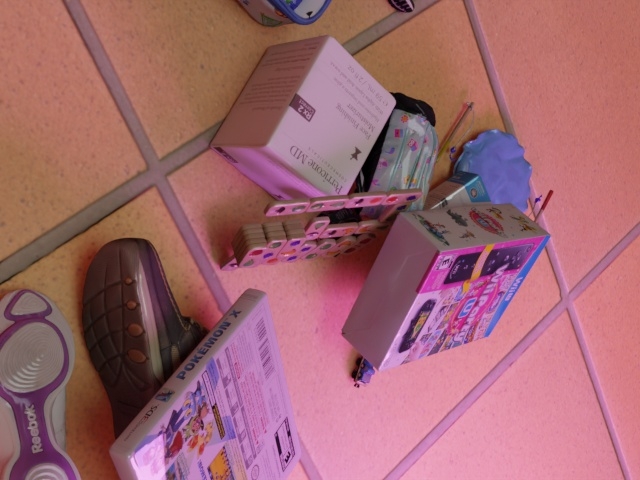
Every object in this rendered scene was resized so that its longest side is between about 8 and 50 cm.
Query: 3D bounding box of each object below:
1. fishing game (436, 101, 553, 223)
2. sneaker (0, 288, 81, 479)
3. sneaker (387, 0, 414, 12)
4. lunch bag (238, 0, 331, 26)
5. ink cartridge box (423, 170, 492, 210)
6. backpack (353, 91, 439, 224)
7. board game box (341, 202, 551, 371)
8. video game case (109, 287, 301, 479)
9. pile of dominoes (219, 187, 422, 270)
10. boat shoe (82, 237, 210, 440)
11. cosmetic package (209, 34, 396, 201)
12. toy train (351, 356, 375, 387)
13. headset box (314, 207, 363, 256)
[{"bbox_3d":[0.303,-0.103,1.566,0.264,0.041,0.189,38,72,-27],"label":"fishing game"},{"bbox_3d":[-0.360,0.211,1.039,0.114,0.152,0.305,5,68,-35],"label":"sneaker"},{"bbox_3d":[0.118,-0.406,1.391,0.109,0.040,0.043,44,66,-33],"label":"sneaker"},{"bbox_3d":[-0.034,-0.462,1.224,0.243,0.115,0.303,40,71,-36],"label":"lunch bag"},{"bbox_3d":[0.199,-0.025,1.463,0.180,0.060,0.104,-34,115,-15],"label":"ink cartridge box"},{"bbox_3d":[0.113,-0.114,1.325,0.115,0.152,0.182,14,80,5],"label":"backpack"},{"bbox_3d":[0.198,0.064,1.368,0.303,0.097,0.224,-8,132,-47],"label":"board game box"},{"bbox_3d":[-0.131,0.278,1.154,0.300,0.036,0.329,-51,143,-43],"label":"video game case"},{"bbox_3d":[0.000,0.000,1.225,0.251,0.196,0.040,-6,66,-27],"label":"pile of dominoes"},{"bbox_3d":[-0.211,0.154,1.149,0.130,0.132,0.355,-29,122,-47],"label":"boat shoe"},{"bbox_3d":[-0.024,-0.163,1.232,0.151,0.151,0.183,37,72,-33],"label":"cosmetic package"},{"bbox_3d":[0.089,0.164,1.425,0.027,0.036,0.158,28,77,-36],"label":"toy train"},{"bbox_3d":[0.030,-0.024,1.364,0.083,0.032,0.062,-39,117,-27],"label":"headset box"}]
